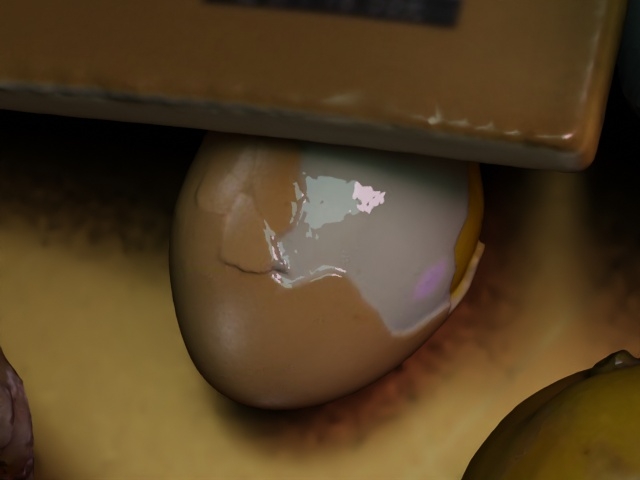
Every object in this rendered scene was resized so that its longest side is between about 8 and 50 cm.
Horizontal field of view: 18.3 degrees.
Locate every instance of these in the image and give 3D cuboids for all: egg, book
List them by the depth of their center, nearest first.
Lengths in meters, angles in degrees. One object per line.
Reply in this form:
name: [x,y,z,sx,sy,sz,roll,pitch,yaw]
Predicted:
egg: [0.000,0.000,0.461,0.071,0.071,0.083,21,76,8]
book: [-0.020,-0.204,0.506,0.269,0.032,0.389,8,70,23]

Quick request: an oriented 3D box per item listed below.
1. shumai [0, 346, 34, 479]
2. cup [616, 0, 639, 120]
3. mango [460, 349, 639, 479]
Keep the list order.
shumai: [-0.132,0.060,0.436,0.146,0.145,0.116,5,94,4]
cup: [0.204,-0.068,0.398,0.257,0.227,0.301,15,70,1]
mango: [0.108,0.107,0.412,0.130,0.092,0.194,-29,78,-9]
